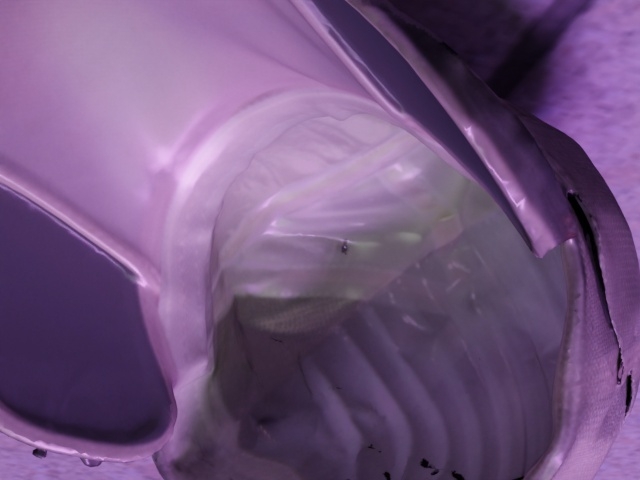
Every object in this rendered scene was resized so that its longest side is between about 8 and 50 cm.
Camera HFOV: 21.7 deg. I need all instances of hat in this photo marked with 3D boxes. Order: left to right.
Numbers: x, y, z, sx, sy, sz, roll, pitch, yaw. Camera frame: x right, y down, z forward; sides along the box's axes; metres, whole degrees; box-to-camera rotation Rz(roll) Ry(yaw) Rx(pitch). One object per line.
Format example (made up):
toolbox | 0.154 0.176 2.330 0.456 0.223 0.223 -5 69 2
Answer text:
hat | -0.006 -0.004 0.594 0.232 0.161 0.275 -31 114 27
